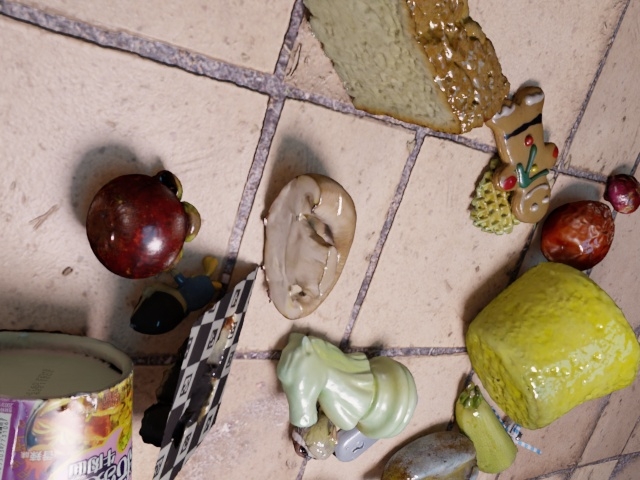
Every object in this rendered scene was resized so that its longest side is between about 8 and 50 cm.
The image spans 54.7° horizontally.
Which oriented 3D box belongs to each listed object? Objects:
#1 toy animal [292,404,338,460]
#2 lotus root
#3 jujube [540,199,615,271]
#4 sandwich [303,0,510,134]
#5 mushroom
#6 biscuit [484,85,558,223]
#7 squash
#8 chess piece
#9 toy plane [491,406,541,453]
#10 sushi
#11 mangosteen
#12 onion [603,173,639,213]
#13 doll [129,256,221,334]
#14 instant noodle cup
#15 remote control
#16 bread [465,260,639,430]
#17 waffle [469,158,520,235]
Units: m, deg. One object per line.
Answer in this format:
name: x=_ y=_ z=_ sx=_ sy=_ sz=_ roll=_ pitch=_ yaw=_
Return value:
toy animal: x=-0.015 y=0.396 z=1.311 sx=0.098 sy=0.137 sz=0.098 roll=-3 pitch=148 yaw=-2
lotus root: x=0.250 y=0.577 z=1.542 sx=0.322 sy=0.140 sz=0.158 roll=-11 pitch=101 yaw=-25
jujube: x=0.632 y=-0.021 z=1.507 sx=0.236 sy=0.168 sz=0.168 roll=-33 pitch=130 yaw=-43
sandwich: x=0.108 y=-0.321 z=0.909 sx=0.131 sy=0.262 sz=0.325 roll=-48 pitch=131 yaw=-13
mushroom: x=0.000 y=0.000 z=1.077 sx=0.151 sy=0.156 sz=0.286 roll=-20 pitch=136 yaw=-40
biscuit: x=0.443 y=-0.175 z=1.325 sx=0.197 sy=0.049 sz=0.301 roll=-27 pitch=116 yaw=-23
squash: x=0.406 y=0.473 z=1.634 sx=0.137 sy=0.137 sz=0.287 roll=-37 pitch=115 yaw=-14
chess piece: x=0.037 y=0.296 z=1.245 sx=0.298 sy=0.176 sz=0.176 roll=22 pitch=99 yaw=-32
toy plane: x=0.556 y=0.507 z=1.771 sx=0.182 sy=0.107 sz=0.273 roll=25 pitch=75 yaw=1
sushi: x=-0.216 y=0.221 z=1.004 sx=0.320 sy=0.068 sz=0.339 roll=-49 pitch=157 yaw=-73
mangosteen: x=-0.237 y=-0.020 z=0.891 sx=0.181 sy=0.146 sz=0.156 roll=8 pitch=105 yaw=-38
onion: x=0.780 y=-0.120 z=1.597 sx=0.107 sy=0.097 sz=0.107 roll=15 pitch=66 yaw=-37
doll: x=-0.236 y=0.094 z=0.997 sx=0.179 sy=0.089 sz=0.102 roll=-37 pitch=133 yaw=-45
instant noodle cup: x=-0.400 y=0.281 z=0.840 sx=0.340 sy=0.340 sz=0.266 roll=5 pitch=98 yaw=-37
remote control: x=0.129 y=0.424 z=1.438 sx=0.244 sy=0.047 sz=0.087 roll=-35 pitch=131 yaw=-14
bread: x=0.523 y=0.255 z=1.449 sx=0.308 sy=0.348 sz=0.348 roll=-34 pitch=128 yaw=-10
waffle: x=0.404 y=-0.094 z=1.377 sx=0.183 sy=0.036 sz=0.169 roll=18 pitch=98 yaw=-38
